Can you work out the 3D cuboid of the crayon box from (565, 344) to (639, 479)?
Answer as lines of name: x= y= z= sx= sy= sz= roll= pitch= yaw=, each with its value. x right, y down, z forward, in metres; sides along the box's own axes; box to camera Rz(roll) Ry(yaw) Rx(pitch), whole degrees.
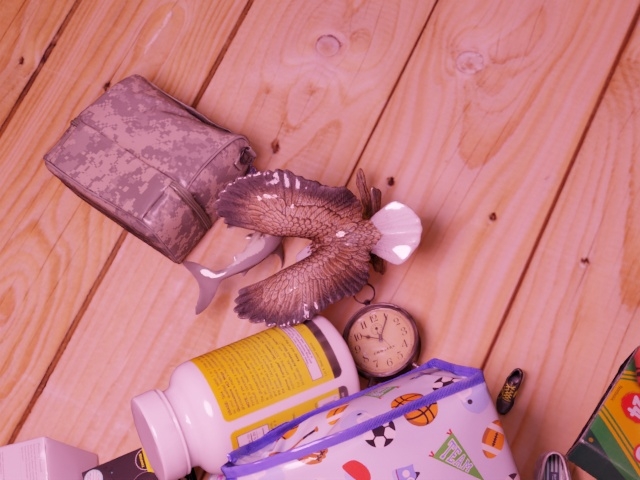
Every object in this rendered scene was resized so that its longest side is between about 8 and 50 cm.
crayon box: x=0.553 y=0.327 z=1.488 sx=0.318 sy=0.081 sz=0.202 roll=34 pitch=60 yaw=14

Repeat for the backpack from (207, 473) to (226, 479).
backpack: x=-0.112 y=0.460 z=1.607 sx=0.188 sy=0.144 sz=0.166 roll=18 pitch=70 yaw=16

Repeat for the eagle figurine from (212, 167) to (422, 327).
eagle figurine: x=-0.005 y=0.007 z=1.672 sx=0.226 sy=0.298 sz=0.225 roll=46 pitch=128 yaw=36

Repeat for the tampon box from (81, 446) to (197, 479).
tampon box: x=-0.295 y=0.419 z=1.684 sx=0.161 sy=0.101 sz=0.121 roll=-24 pitch=66 yaw=3

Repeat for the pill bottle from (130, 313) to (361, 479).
pill bottle: x=-0.120 y=0.254 z=1.601 sx=0.333 sy=0.188 sz=0.188 roll=-19 pitch=64 yaw=-22

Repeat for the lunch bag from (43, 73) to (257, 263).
lunch bag: x=-0.299 y=-0.141 z=1.837 sx=0.305 sy=0.212 sz=0.256 roll=32 pitch=80 yaw=21

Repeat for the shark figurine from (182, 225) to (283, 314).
shark figurine: x=-0.108 y=0.020 z=1.782 sx=0.166 sy=0.116 sz=0.278 roll=6 pitch=44 yaw=29

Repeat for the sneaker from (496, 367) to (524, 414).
sneaker: x=0.307 y=0.244 z=1.648 sx=0.031 sy=0.035 sz=0.083 roll=18 pitch=75 yaw=19

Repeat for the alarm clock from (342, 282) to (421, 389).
alarm clock: x=0.099 y=0.157 z=1.713 sx=0.129 sy=0.064 sz=0.192 roll=-20 pitch=67 yaw=3

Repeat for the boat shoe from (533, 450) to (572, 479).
boat shoe: x=0.353 y=0.434 z=1.544 sx=0.083 sy=0.076 sz=0.226 roll=-7 pitch=69 yaw=11

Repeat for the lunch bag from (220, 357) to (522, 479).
lunch bag: x=0.082 y=0.390 z=1.455 sx=0.385 sy=0.239 sz=0.328 roll=-23 pitch=93 yaw=-15

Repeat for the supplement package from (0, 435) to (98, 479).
supplement package: x=-0.454 y=0.476 z=1.644 sx=0.145 sy=0.204 sz=0.262 roll=-15 pitch=67 yaw=8
